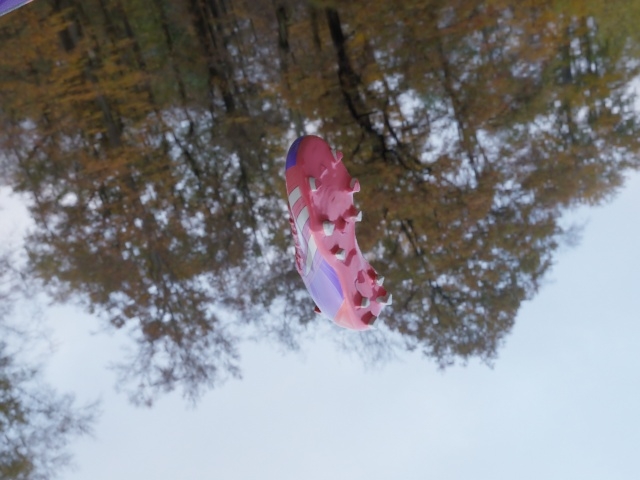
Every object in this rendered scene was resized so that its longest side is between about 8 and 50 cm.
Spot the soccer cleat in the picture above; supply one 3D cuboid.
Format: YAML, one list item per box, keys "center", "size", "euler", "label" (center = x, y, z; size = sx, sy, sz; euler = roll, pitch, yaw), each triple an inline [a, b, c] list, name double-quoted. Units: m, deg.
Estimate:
- center: [0.000, 0.000, 0.792]
  size: [0.095, 0.248, 0.083]
  euler: [6, -134, 33]
  label: "soccer cleat"

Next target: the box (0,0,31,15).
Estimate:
- center: [-0.274, -0.074, 0.331]
  size: [0.201, 0.057, 0.293]
  euler: [7, -141, 42]
  label: "box"
